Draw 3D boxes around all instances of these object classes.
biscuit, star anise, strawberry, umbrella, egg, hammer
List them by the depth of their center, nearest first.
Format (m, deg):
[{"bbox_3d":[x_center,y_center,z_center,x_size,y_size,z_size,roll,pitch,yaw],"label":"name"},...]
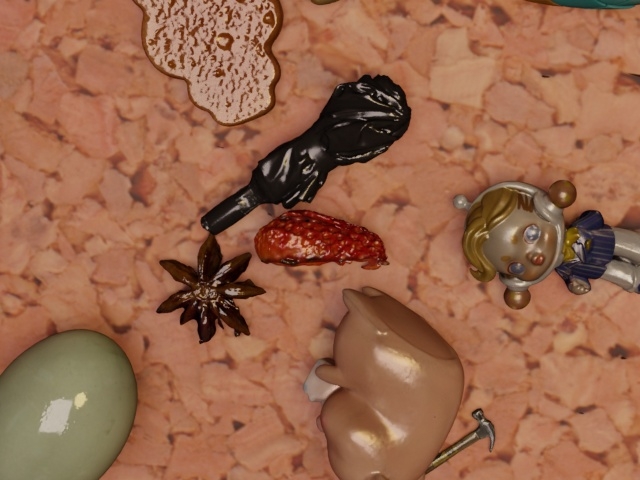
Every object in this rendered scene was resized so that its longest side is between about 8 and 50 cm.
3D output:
[{"bbox_3d":[-0.025,-0.110,1.922,0.340,0.118,0.118,-32,95,14],"label":"umbrella"},{"bbox_3d":[-0.161,-0.320,1.927,0.202,0.047,0.334,-23,94,9],"label":"biscuit"},{"bbox_3d":[0.000,0.000,1.941,0.188,0.121,0.082,0,86,-10],"label":"strawberry"},{"bbox_3d":[-0.373,0.254,1.958,0.203,0.203,0.282,31,100,0],"label":"egg"},{"bbox_3d":[-0.160,0.071,1.984,0.168,0.057,0.168,1,100,4],"label":"star anise"},{"bbox_3d":[0.177,0.318,2.014,0.182,0.017,0.062,-36,94,11],"label":"hammer"}]

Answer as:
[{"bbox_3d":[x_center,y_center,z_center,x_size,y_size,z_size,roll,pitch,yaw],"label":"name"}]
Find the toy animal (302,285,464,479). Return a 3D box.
[{"bbox_3d":[0.080,0.221,1.920,0.213,0.195,0.256,28,104,17],"label":"toy animal"}]

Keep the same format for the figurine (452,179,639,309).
[{"bbox_3d":[0.326,-0.007,1.897,0.274,0.133,0.194,-6,122,0],"label":"figurine"}]

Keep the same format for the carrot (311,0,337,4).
[{"bbox_3d":[0.092,-0.385,1.898,0.254,0.049,0.049,-24,96,4],"label":"carrot"}]

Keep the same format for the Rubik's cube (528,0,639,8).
[{"bbox_3d":[0.350,-0.366,1.789,0.254,0.254,0.254,1,99,5],"label":"Rubik's cube"}]
